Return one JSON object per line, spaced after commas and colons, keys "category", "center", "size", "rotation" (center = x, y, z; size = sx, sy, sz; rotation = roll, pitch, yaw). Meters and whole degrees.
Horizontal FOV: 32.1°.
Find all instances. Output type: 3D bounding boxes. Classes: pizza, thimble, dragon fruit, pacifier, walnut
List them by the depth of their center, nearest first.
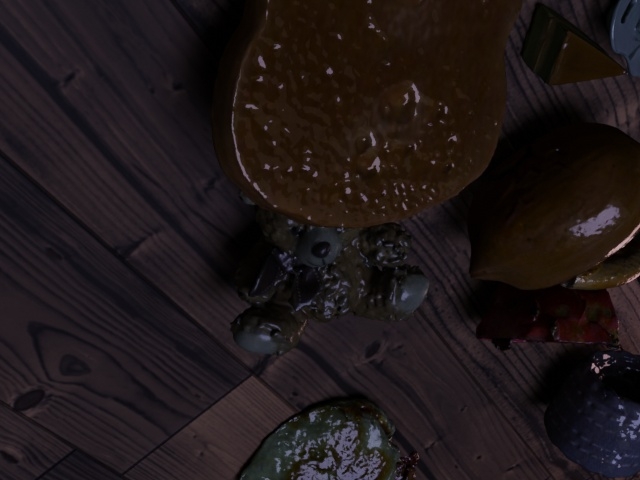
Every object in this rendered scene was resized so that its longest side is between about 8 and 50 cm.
{"category": "pacifier", "center": [0.448, -0.284, 1.478], "size": [0.150, 0.116, 0.127], "rotation": [42, 75, -44]}
{"category": "walnut", "center": [0.325, -0.044, 1.556], "size": [0.297, 0.203, 0.203], "rotation": [-36, 139, 6]}
{"category": "pizza", "center": [0.420, 0.004, 1.684], "size": [0.182, 0.161, 0.062], "rotation": [-3, 137, -25]}
{"category": "dragon fruit", "center": [0.329, 0.103, 1.706], "size": [0.161, 0.274, 0.126], "rotation": [0, 87, -23]}
{"category": "thimble", "center": [0.533, 0.307, 2.003], "size": [0.236, 0.205, 0.172], "rotation": [4, 124, -35]}

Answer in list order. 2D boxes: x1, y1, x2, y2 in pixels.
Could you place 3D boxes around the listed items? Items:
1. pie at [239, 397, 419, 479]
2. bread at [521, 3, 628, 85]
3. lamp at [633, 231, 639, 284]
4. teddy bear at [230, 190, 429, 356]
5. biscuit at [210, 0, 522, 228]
{"category": "pie", "center": [0.009, 0.372, 1.814], "size": [0.274, 0.105, 0.257], "rotation": [-36, 124, -4]}
{"category": "bread", "center": [0.345, -0.261, 1.457], "size": [0.139, 0.074, 0.084], "rotation": [-10, 135, -25]}
{"category": "lamp", "center": [0.621, -0.065, 1.731], "size": [0.247, 0.248, 0.301], "rotation": [6, 146, -32]}
{"category": "teddy bear", "center": [0.000, 0.000, 1.411], "size": [0.267, 0.156, 0.256], "rotation": [-12, 133, -12]}
{"category": "biscuit", "center": [0.056, -0.190, 1.274], "size": [0.385, 0.062, 0.365], "rotation": [0, 107, -32]}
